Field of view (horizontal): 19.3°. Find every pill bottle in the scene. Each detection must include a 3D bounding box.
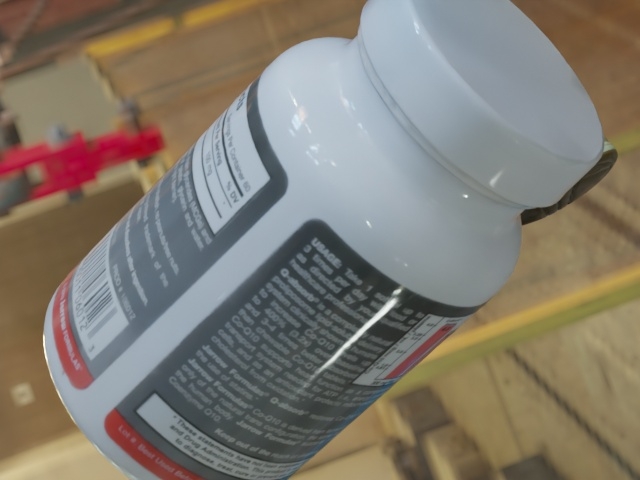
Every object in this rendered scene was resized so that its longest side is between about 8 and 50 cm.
[{"bbox_3d":[0.000,0.000,1.236,0.210,0.363,0.210,34,-150,-23],"label":"pill bottle"}]

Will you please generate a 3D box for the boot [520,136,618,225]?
[{"bbox_3d":[0.129,-0.087,1.605,0.077,0.213,0.165,72,176,-64],"label":"boot"}]
